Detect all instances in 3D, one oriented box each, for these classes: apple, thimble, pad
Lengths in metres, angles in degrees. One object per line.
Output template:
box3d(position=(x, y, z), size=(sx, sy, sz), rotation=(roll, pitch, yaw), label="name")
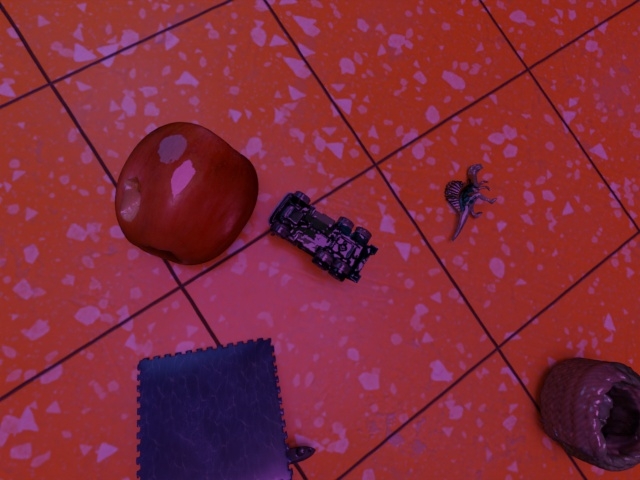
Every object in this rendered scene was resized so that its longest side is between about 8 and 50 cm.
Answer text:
box3d(position=(-0.241, -0.075, 0.744), size=(0.242, 0.242, 0.241), rotation=(23, 85, -6), label="apple")
box3d(position=(0.587, 0.362, 0.864), size=(0.218, 0.150, 0.219), rotation=(2, 81, -11), label="thimble")
box3d(position=(-0.200, 0.327, 0.757), size=(0.268, 0.012, 0.270), rotation=(-9, 62, -12), label="pad")

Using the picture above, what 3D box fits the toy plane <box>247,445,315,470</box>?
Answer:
box3d(position=(-0.114, 0.415, 0.759), size=(0.226, 0.058, 0.226), rotation=(-8, 53, -16), label="toy plane")

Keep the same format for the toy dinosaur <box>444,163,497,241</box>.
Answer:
box3d(position=(0.333, -0.096, 0.951), size=(0.187, 0.044, 0.106), rotation=(-43, 77, 0), label="toy dinosaur")

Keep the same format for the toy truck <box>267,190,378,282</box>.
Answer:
box3d(position=(0.000, 0.000, 0.840), size=(0.216, 0.116, 0.110), rotation=(32, 76, 4), label="toy truck")
